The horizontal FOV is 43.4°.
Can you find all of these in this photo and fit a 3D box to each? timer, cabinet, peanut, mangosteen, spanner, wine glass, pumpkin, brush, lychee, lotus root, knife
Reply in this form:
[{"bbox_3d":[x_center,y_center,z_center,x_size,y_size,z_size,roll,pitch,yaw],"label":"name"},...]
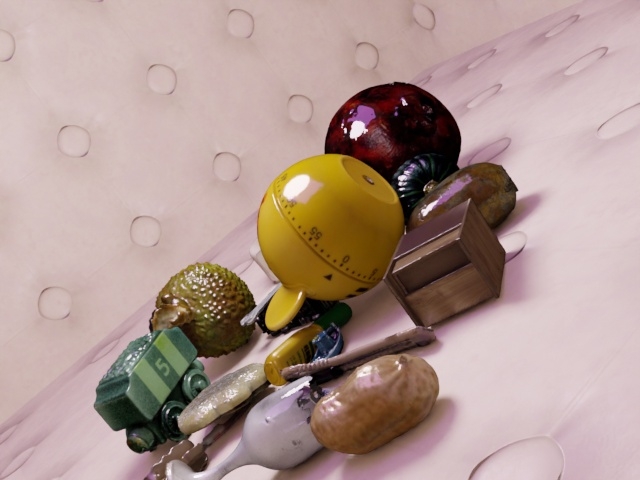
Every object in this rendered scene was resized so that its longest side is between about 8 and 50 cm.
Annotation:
[{"bbox_3d":[0.000,0.000,1.855,0.387,0.376,0.376,-48,8,23],"label":"timer"},{"bbox_3d":[0.250,0.051,1.576,0.175,0.148,0.215,-30,11,25],"label":"cabinet"},{"bbox_3d":[0.086,0.266,1.299,0.224,0.129,0.129,-37,14,5],"label":"peanut"},{"bbox_3d":[0.208,-0.226,2.222,0.381,0.421,0.381,-6,50,7],"label":"mangosteen"},{"bbox_3d":[-0.112,0.125,2.119,0.302,0.017,0.071,-47,14,-35],"label":"spanner"},{"bbox_3d":[-0.112,0.370,1.421,0.321,0.143,0.143,-33,14,1],"label":"wine glass"},{"bbox_3d":[0.268,-0.116,1.977,0.202,0.202,0.140,-38,-3,-10],"label":"pumpkin"},{"bbox_3d":[-0.245,0.434,1.701,0.084,0.071,0.301,-3,23,38],"label":"brush"},{"bbox_3d":[-0.310,0.189,2.160,0.270,0.320,0.269,-15,53,21],"label":"lychee"},{"bbox_3d":[0.314,-0.071,1.808,0.275,0.152,0.160,-35,10,3],"label":"lotus root"},{"bbox_3d":[0.069,0.233,1.578,0.365,0.089,0.043,-23,62,33],"label":"knife"}]

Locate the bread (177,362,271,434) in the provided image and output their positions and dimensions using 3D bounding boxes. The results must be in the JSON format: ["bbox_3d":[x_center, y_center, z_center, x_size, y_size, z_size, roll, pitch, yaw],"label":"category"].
[{"bbox_3d":[-0.202,0.339,1.804,0.207,0.056,0.286,-29,4,10],"label":"bread"}]

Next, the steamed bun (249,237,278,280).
[{"bbox_3d":[-0.099,0.006,2.552,0.242,0.146,0.164,-38,17,0],"label":"steamed bun"}]

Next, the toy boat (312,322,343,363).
[{"bbox_3d":[0.014,0.226,1.738,0.060,0.061,0.137,-27,15,32],"label":"toy boat"}]

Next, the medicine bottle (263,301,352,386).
[{"bbox_3d":[-0.024,0.224,1.803,0.064,0.095,0.260,24,45,31],"label":"medicine bottle"}]

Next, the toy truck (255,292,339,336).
[{"bbox_3d":[-0.061,0.167,2.064,0.259,0.088,0.121,-24,17,44],"label":"toy truck"}]

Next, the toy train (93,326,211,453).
[{"bbox_3d":[-0.396,0.359,1.920,0.167,0.238,0.299,-24,19,30],"label":"toy train"}]

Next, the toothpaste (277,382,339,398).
[{"bbox_3d":[0.007,0.301,1.548,0.075,0.048,0.301,-40,16,-33],"label":"toothpaste"}]
